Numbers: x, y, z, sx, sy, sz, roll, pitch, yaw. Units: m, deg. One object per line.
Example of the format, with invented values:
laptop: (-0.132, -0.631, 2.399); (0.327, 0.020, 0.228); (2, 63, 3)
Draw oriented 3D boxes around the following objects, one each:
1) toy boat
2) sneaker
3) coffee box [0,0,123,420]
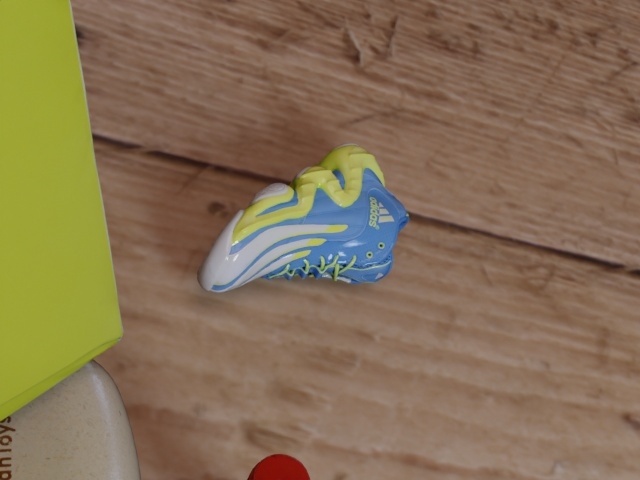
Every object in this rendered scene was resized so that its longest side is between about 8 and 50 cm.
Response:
toy boat: (-0.164, 0.210, 0.878); (0.318, 0.148, 0.267); (4, 51, -9)
sneaker: (0.000, 0.000, 1.098); (0.126, 0.091, 0.240); (43, 53, 10)
coffee box: (-0.375, -0.043, 0.765); (0.334, 0.338, 0.338); (28, 47, 33)
